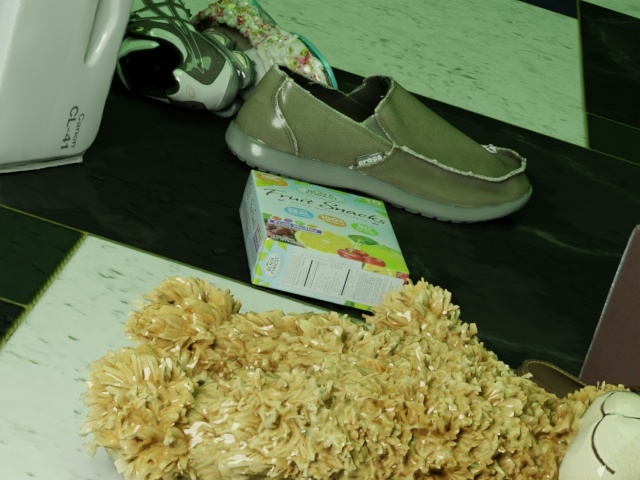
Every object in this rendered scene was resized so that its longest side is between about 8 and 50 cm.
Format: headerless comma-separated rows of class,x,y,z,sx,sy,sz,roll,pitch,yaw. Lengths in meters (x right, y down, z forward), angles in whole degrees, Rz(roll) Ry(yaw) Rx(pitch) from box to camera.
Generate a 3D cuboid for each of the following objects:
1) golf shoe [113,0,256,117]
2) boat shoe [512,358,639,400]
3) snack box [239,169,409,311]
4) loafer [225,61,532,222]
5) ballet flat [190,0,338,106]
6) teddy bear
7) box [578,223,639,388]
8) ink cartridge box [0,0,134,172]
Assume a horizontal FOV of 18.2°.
golf shoe,-0.145,-0.165,1.646,0.198,0.077,0.094,30,22,37
boat shoe,0.180,0.111,1.166,0.064,0.060,0.178,1,24,-40
snack box,0.000,0.000,1.359,0.100,0.037,0.141,15,18,-11
loafer,0.055,-0.079,1.558,0.251,0.087,0.094,11,19,-18
ballet flat,-0.056,-0.146,1.698,0.077,0.091,0.241,-20,25,-12
teddy bear,0.047,0.097,1.010,0.338,0.113,0.245,24,21,19
box,0.365,0.119,1.196,0.381,0.143,0.191,28,21,34
ink cartridge box,-0.287,-0.208,1.402,0.306,0.226,0.131,26,21,26
